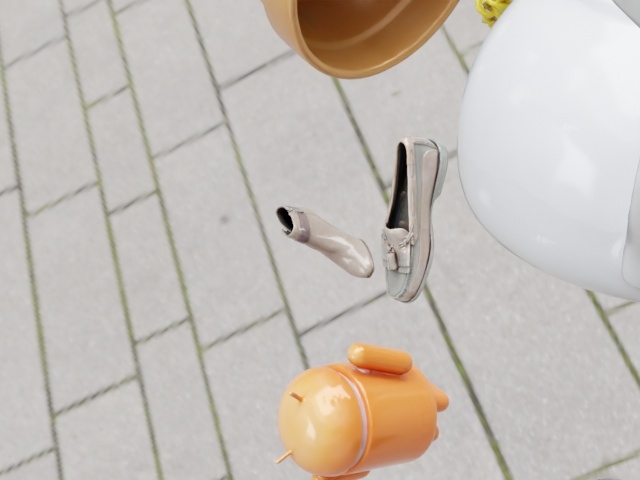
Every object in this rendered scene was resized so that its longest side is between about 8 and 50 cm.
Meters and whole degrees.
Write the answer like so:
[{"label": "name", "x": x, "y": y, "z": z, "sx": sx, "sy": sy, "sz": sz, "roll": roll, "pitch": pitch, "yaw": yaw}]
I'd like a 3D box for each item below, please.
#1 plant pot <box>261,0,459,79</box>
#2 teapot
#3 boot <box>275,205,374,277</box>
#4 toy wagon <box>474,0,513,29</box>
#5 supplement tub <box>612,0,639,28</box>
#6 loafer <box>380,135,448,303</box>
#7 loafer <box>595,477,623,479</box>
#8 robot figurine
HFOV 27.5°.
[{"label": "plant pot", "x": 0.017, "y": -0.352, "z": 1.450, "sx": 0.291, "sy": 0.291, "sz": 0.203, "roll": -43, "pitch": 55, "yaw": -12}, {"label": "teapot", "x": 0.193, "y": -0.092, "z": 0.701, "sx": 0.252, "sy": 0.187, "sz": 0.256, "roll": -13, "pitch": 33, "yaw": -25}, {"label": "boot", "x": 0.000, "y": 0.000, "z": 1.463, "sx": 0.118, "sy": 0.087, "sz": 0.042, "roll": 43, "pitch": 109, "yaw": 51}, {"label": "toy wagon", "x": 0.165, "y": -0.316, "z": 0.993, "sx": 0.068, "sy": 0.267, "sz": 0.344, "roll": 22, "pitch": 66, "yaw": 5}, {"label": "supplement tub", "x": 0.216, "y": -0.184, "z": 0.347, "sx": 0.193, "sy": 0.193, "sz": 0.316, "roll": 28, "pitch": 75, "yaw": 40}, {"label": "loafer", "x": 0.062, "y": -0.017, "z": 0.974, "sx": 0.045, "sy": 0.039, "sz": 0.125, "roll": 14, "pitch": 93, "yaw": 52}, {"label": "loafer", "x": 0.199, "y": 0.322, "z": 1.104, "sx": 0.267, "sy": 0.096, "sz": 0.084, "roll": -57, "pitch": 10, "yaw": -5}, {"label": "robot figurine", "x": 0.043, "y": 0.198, "z": 1.484, "sx": 0.158, "sy": 0.219, "sz": 0.128, "roll": -39, "pitch": 63, "yaw": 45}]
